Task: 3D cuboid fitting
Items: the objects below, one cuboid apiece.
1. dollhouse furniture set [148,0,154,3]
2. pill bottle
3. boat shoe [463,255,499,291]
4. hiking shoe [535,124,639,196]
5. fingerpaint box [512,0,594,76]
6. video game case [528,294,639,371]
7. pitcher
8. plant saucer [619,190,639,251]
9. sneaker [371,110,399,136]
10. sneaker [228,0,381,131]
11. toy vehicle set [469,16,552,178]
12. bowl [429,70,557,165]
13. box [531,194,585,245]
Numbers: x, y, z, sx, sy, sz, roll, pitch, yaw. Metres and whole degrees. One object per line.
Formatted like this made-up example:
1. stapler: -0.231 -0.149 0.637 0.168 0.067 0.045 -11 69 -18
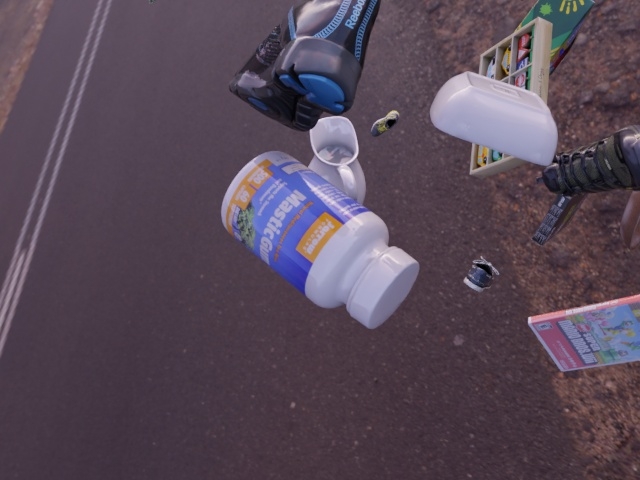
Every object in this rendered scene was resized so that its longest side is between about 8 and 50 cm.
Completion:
1. dollhouse furniture set: -0.268 -0.478 0.945 0.058 0.152 0.076 15 66 5
2. pill bottle: 0.000 0.000 0.796 0.272 0.152 0.152 37 91 25
3. boat shoe: 0.545 0.109 1.879 0.095 0.254 0.079 38 109 22
4. hiking shoe: 0.367 -0.091 0.753 0.114 0.227 0.086 -22 88 9
5. fingerpaint box: 0.761 -0.646 2.007 0.163 0.445 0.371 39 98 13
6. video game case: 0.658 0.217 1.285 0.285 0.204 0.025 -21 33 36
7. pitcher: 0.032 -0.100 1.058 0.125 0.207 0.178 -9 56 -7
8. plant saucer: 0.622 -0.076 1.065 0.036 0.198 0.199 28 84 34
9. sneaker: 0.152 -0.275 1.329 0.083 0.031 0.035 -40 23 32
10. sneaker: -0.021 -0.232 0.734 0.340 0.125 0.140 17 83 65
11. toy vehicle set: 0.362 -0.266 1.069 0.166 0.035 0.267 160 120 -67
12. bowl: 0.199 -0.145 0.629 0.142 0.141 0.053 -67 -4 -60
13. box: 0.742 -0.093 1.700 0.045 0.184 0.191 39 136 25
